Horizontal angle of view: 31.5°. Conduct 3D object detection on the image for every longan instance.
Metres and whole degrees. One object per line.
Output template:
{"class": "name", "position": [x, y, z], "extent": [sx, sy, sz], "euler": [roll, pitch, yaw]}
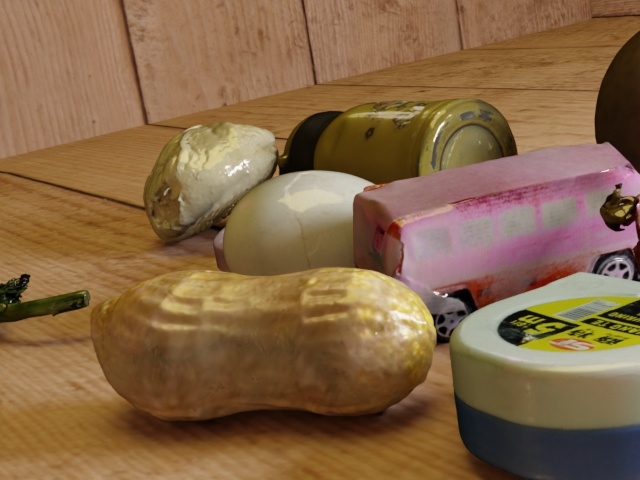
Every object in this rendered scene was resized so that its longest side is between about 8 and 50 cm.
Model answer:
{"class": "longan", "position": [0.437, -0.135, 1.294], "extent": [0.258, 0.258, 0.258], "euler": [-9, 14, 2]}

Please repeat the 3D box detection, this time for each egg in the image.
{"class": "egg", "position": [0.000, 0.000, 1.203], "extent": [0.209, 0.151, 0.151], "euler": [-6, 14, 7]}

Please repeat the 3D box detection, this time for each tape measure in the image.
{"class": "tape measure", "position": [0.238, 0.102, 0.751], "extent": [0.215, 0.098, 0.351], "euler": [-15, 12, -29]}

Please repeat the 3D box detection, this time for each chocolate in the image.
{"class": "chocolate", "position": [-0.054, 0.089, 0.950], "extent": [0.309, 0.134, 0.134], "euler": [0, 17, 20]}

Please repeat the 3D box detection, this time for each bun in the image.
{"class": "bun", "position": [-0.162, -0.097, 1.609], "extent": [0.220, 0.134, 0.220], "euler": [-36, -2, -1]}

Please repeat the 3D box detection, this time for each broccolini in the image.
{"class": "broccolini", "position": [-0.346, 0.071, 1.337], "extent": [0.271, 0.062, 0.123], "euler": [-5, 29, 39]}

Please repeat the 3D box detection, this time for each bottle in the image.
{"class": "bottle", "position": [0.084, -0.107, 1.524], "extent": [0.171, 0.172, 0.351], "euler": [-19, 18, -34]}

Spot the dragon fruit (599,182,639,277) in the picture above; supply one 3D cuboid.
{"class": "dragon fruit", "position": [0.362, 0.024, 0.937], "extent": [0.211, 0.147, 0.282], "euler": [-30, 20, -32]}

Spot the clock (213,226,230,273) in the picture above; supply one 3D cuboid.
{"class": "clock", "position": [-0.044, 0.005, 1.386], "extent": [0.198, 0.064, 0.172], "euler": [-18, 17, -32]}

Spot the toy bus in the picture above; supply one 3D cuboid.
{"class": "toy bus", "position": [0.182, -0.002, 1.107], "extent": [0.302, 0.147, 0.127], "euler": [-14, 25, -14]}
